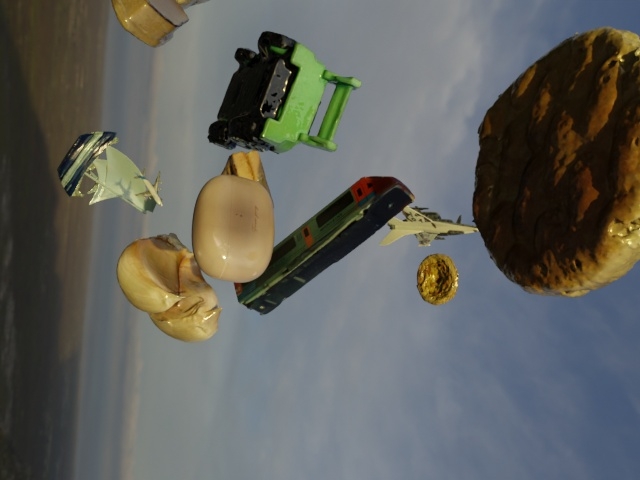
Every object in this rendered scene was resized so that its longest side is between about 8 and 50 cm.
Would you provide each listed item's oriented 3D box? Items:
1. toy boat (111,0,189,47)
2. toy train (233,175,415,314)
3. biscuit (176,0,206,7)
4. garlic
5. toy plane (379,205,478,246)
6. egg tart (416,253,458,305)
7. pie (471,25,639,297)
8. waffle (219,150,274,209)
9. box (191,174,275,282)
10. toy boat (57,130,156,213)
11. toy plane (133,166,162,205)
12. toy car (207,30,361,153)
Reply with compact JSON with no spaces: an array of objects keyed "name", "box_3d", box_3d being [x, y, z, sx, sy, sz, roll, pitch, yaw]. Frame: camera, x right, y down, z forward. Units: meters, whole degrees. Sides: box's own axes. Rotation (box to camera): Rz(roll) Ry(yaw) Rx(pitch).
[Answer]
[{"name":"toy boat","box_3d":[-0.299,-0.404,1.211,0.061,0.116,0.188,-32,-163,15]},{"name":"toy train","box_3d":[0.000,0.000,1.360,0.409,0.086,0.089,-39,-132,20]},{"name":"biscuit","box_3d":[-0.309,-0.581,1.644,0.154,0.299,0.045,-5,-64,43]},{"name":"garlic","box_3d":[-0.398,0.131,1.860,0.313,0.249,0.286,-109,-177,-47]},{"name":"toy plane","box_3d":[0.243,-0.036,1.544,0.160,0.234,0.082,54,36,-45]},{"name":"egg tart","box_3d":[0.291,0.095,1.676,0.128,0.049,0.129,-10,-103,46]},{"name":"pie","box_3d":[0.297,-0.089,0.833,0.339,0.083,0.339,-169,-90,-68]},{"name":"waffle","box_3d":[-0.257,-0.127,2.204,0.327,0.098,0.224,-44,-120,61]},{"name":"box","box_3d":[-0.152,-0.022,1.208,0.088,0.146,0.200,132,-35,-52]},{"name":"toy boat","box_3d":[-0.613,-0.166,1.965,0.292,0.210,0.070,62,-5,-27]},{"name":"toy plane","box_3d":[-0.334,-0.103,1.358,0.078,0.084,0.024,-38,-179,22]},{"name":"toy car","box_3d":[-0.089,-0.270,1.364,0.358,0.176,0.213,12,-98,65]}]
